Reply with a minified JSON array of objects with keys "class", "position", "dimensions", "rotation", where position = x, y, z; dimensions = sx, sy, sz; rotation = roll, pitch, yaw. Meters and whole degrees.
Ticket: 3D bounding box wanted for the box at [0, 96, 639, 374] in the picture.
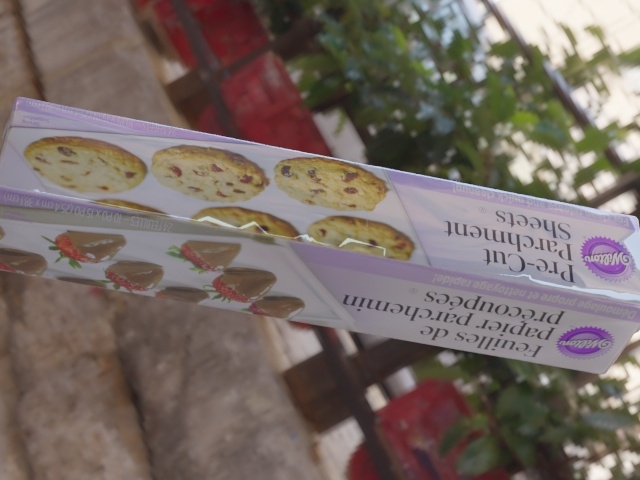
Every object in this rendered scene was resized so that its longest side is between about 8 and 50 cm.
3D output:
[{"class":"box","position":[0.000,0.000,0.698],"dimensions":[0.063,0.324,0.067],"rotation":[111,-13,-49]}]
